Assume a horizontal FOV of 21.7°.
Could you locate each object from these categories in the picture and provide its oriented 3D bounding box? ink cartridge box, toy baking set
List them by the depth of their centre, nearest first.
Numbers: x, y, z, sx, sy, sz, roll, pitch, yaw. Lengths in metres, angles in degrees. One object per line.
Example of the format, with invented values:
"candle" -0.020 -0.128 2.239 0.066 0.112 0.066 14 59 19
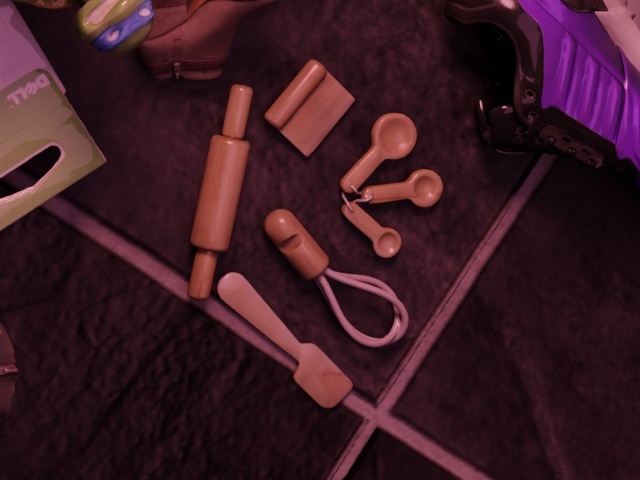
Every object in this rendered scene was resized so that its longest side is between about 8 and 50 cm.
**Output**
"ink cartridge box" -0.248 -0.116 1.131 0.109 0.062 0.209 -34 110 -13
"toy baking set" -0.006 -0.003 1.261 0.196 0.030 0.256 15 95 -23

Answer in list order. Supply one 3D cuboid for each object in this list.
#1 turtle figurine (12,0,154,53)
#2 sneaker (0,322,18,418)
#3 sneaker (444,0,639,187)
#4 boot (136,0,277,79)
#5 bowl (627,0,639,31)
"turtle figurine" -0.191 -0.232 0.977 0.198 0.274 0.266 -39 90 24
"sneaker" -0.283 0.028 1.149 0.118 0.083 0.222 -9 97 -38
"sneaker" 0.196 -0.102 1.289 0.146 0.102 0.293 -39 106 -6
"boot" -0.074 -0.153 1.184 0.118 0.042 0.087 -2 137 -3
"bowl" 0.373 -0.245 1.305 0.297 0.134 0.298 -4 102 -21
